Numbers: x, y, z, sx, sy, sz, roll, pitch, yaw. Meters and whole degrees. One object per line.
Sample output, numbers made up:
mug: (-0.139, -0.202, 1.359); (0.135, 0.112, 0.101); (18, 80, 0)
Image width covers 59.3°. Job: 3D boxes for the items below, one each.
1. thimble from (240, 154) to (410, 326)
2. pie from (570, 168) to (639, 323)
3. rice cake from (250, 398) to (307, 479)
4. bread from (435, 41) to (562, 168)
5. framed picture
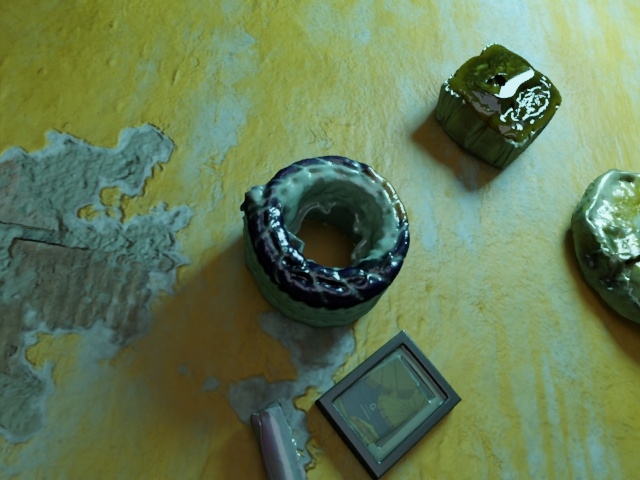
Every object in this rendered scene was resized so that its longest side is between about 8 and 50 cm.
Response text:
thimble: (0.000, 0.000, 0.798); (0.237, 0.150, 0.237); (5, 62, -10)
pie: (0.595, 0.022, 0.986); (0.339, 0.077, 0.339); (6, 58, -9)
rice cake: (-0.029, 0.324, 0.670); (0.055, 0.049, 0.269); (-15, 68, -7)
bread: (0.331, -0.257, 1.047); (0.192, 0.110, 0.210); (44, 61, 12)
framed picture: (0.095, 0.221, 0.774); (0.168, 0.023, 0.128); (-33, 74, -27)
